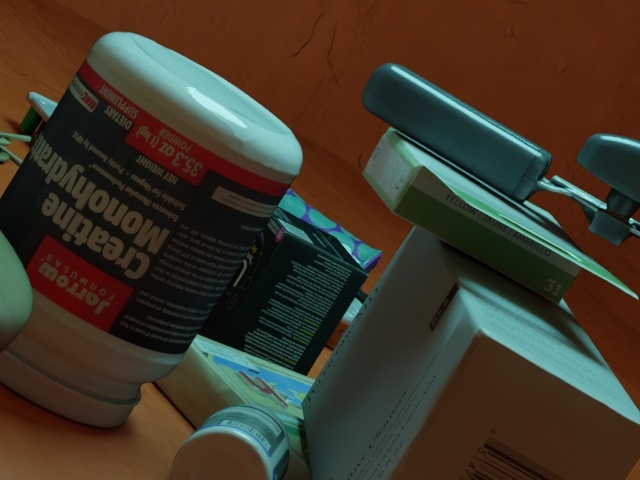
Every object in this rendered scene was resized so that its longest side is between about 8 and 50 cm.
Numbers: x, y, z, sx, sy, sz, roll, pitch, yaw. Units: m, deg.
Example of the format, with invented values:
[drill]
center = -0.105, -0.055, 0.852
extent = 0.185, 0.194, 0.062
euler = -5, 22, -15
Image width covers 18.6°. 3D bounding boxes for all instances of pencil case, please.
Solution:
[pencil case]
center = 0.000, 0.000, 2.406
extent = 0.152, 0.064, 0.070
euler = 35, 25, 13

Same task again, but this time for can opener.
[can opener]
center = 0.175, -0.082, 1.618
extent = 0.283, 0.095, 0.076
euler = 32, 8, 6

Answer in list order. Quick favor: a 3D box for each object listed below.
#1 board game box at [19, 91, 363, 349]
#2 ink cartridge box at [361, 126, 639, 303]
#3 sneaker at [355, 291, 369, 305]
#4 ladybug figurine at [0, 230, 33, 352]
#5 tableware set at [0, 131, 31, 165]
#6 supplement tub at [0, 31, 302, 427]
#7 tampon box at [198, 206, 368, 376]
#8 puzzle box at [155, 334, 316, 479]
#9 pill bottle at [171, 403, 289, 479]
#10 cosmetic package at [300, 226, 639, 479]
[board game box]
center = -0.147, -0.015, 2.351
extent = 0.390, 0.050, 0.390
euler = 26, 11, -36
[ink cartridge box]
center = 0.138, -0.006, 1.564
extent = 0.171, 0.056, 0.235
euler = 28, 11, -18
[sneaker]
center = 0.054, 0.094, 2.466
extent = 0.089, 0.051, 0.170
euler = 23, 8, -45
[ladybug figurine]
center = -0.395, -0.032, 1.200
extent = 0.449, 0.162, 0.305
euler = 33, 10, 0
[tableware set]
center = -0.419, -0.153, 2.190
extent = 0.194, 0.039, 0.128
euler = 36, 9, 21
[supplement tub]
center = -0.157, -0.009, 1.548
extent = 0.191, 0.272, 0.191
euler = 31, 9, -5
[tampon box]
center = -0.050, 0.061, 1.907
extent = 0.101, 0.161, 0.120
euler = 28, 8, -24
[puzzle box]
center = 0.055, 0.216, 1.786
extent = 0.409, 0.052, 0.272
euler = 24, 13, -45
[pill bottle]
center = -0.066, 0.171, 1.520
extent = 0.078, 0.078, 0.137
euler = 33, 8, 3
[cosmetic package]
center = 0.106, 0.139, 1.526
extent = 0.156, 0.217, 0.385
euler = 31, 8, -11
